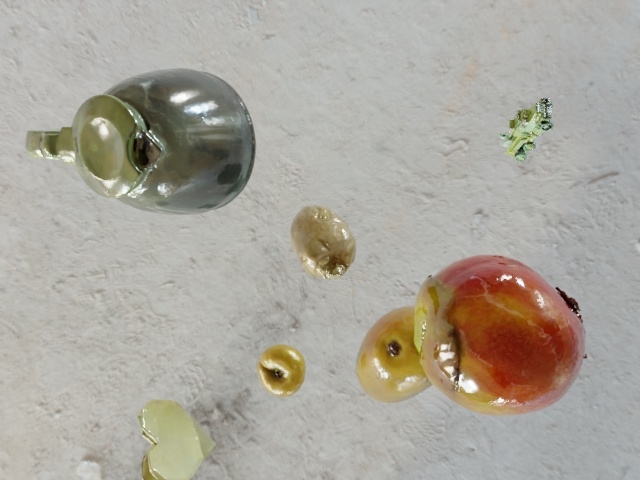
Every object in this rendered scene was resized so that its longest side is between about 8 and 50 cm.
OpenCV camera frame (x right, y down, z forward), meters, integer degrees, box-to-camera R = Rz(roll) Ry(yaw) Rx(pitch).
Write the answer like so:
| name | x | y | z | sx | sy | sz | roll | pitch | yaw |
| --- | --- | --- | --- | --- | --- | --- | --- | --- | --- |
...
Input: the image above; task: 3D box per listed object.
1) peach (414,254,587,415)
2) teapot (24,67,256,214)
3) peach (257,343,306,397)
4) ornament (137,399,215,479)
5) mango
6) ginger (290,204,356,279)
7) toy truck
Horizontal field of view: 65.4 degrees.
| name | x | y | z | sx | sy | sz | roll | pitch | yaw |
| --- | --- | --- | --- | --- | --- | --- | --- | --- | --- |
| peach | 0.389 | 0.200 | 1.098 | 0.369 | 0.370 | 0.371 | 0 | 91 | -6 |
| teapot | -0.289 | -0.173 | 0.788 | 0.321 | 0.239 | 0.240 | 34 | 113 | 16 |
| peach | -0.131 | 0.431 | 1.668 | 0.179 | 0.103 | 0.180 | 3 | 95 | 28 |
| ornament | -0.313 | 0.450 | 1.110 | 0.180 | 0.201 | 0.059 | 17 | 122 | -37 |
| mango | 0.251 | 0.360 | 1.514 | 0.299 | 0.446 | 0.232 | -26 | 62 | -14 |
| ginger | 0.000 | 0.000 | 1.189 | 0.137 | 0.267 | 0.152 | -16 | 112 | -12 |
| toy truck | 0.778 | -0.427 | 1.911 | 0.135 | 0.260 | 0.129 | 14 | 64 | -7 |
